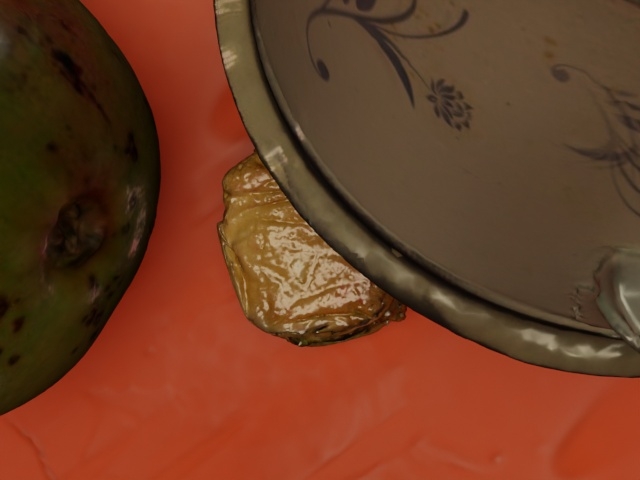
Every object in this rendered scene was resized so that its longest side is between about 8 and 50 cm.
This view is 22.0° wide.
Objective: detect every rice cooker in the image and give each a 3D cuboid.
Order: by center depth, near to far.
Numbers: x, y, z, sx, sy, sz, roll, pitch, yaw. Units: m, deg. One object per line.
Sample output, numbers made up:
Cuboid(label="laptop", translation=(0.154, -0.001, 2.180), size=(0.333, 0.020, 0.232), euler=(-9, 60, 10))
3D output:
Cuboid(label="rice cooker", translation=(0.107, -0.107, 0.504), size=(0.264, 0.316, 0.317), euler=(-9, 94, -13))

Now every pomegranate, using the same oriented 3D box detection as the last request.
Cuboid(label="pomegranate", translation=(-0.171, -0.029, 0.597), size=(0.224, 0.181, 0.181), euler=(20, 96, 23))

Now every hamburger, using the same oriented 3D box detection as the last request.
Cuboid(label="hamburger", translation=(0.000, 0.000, 0.639), size=(0.076, 0.044, 0.083), euler=(-7, 92, 7))
